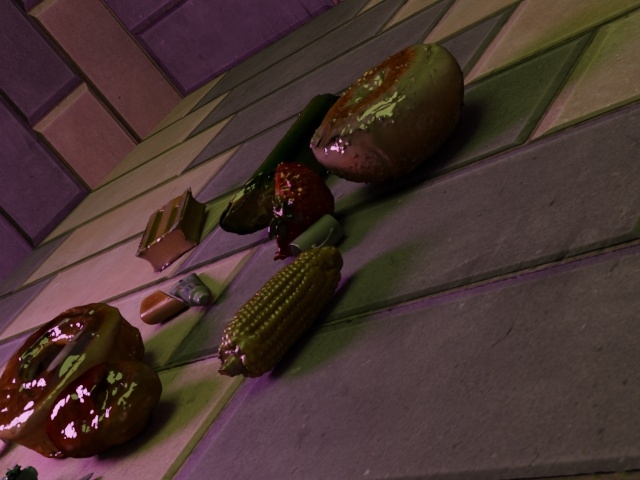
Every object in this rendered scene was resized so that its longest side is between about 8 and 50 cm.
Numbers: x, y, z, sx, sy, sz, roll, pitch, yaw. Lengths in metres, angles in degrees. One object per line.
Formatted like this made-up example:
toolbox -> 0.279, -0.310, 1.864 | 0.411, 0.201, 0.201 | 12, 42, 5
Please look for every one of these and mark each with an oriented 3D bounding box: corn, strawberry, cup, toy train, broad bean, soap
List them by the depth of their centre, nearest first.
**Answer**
corn -> -0.056, 0.104, 1.561 | 0.262, 0.097, 0.097 | -46, 18, -29
broad bean -> -0.344, 0.266, 1.706 | 0.228, 0.122, 0.156 | -30, 17, 39
toy train -> -0.520, 0.438, 1.733 | 0.104, 0.071, 0.178 | -36, 14, 38
cup -> -0.004, -0.003, 1.770 | 0.083, 0.054, 0.075 | -43, -11, -18
strawberry -> -0.029, -0.051, 1.872 | 0.106, 0.175, 0.236 | 3, 16, 1
soap -> -0.342, -0.024, 2.504 | 0.135, 0.076, 0.233 | -35, 19, 15

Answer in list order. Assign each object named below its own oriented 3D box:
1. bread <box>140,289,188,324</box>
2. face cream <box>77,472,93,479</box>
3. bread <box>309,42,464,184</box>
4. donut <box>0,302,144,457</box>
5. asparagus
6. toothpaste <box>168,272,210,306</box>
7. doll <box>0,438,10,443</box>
bread -> -0.301, 0.123, 2.089 | 0.103, 0.049, 0.062 | -30, 40, 24
face cream -> -0.432, 0.443, 1.543 | 0.143, 0.089, 0.314 | -33, 8, 19
bread -> 0.123, -0.205, 1.848 | 0.305, 0.159, 0.305 | -32, 19, 12
donut -> -0.449, 0.249, 1.944 | 0.330, 0.160, 0.330 | -36, 28, 23
asparagus -> -0.056, -0.145, 2.151 | 0.128, 0.108, 0.382 | 21, 53, 20
toothpaste -> -0.247, 0.095, 2.074 | 0.067, 0.037, 0.255 | -37, 14, -11
doll -> -0.697, 0.402, 2.068 | 0.271, 0.144, 0.208 | -46, 8, -4
